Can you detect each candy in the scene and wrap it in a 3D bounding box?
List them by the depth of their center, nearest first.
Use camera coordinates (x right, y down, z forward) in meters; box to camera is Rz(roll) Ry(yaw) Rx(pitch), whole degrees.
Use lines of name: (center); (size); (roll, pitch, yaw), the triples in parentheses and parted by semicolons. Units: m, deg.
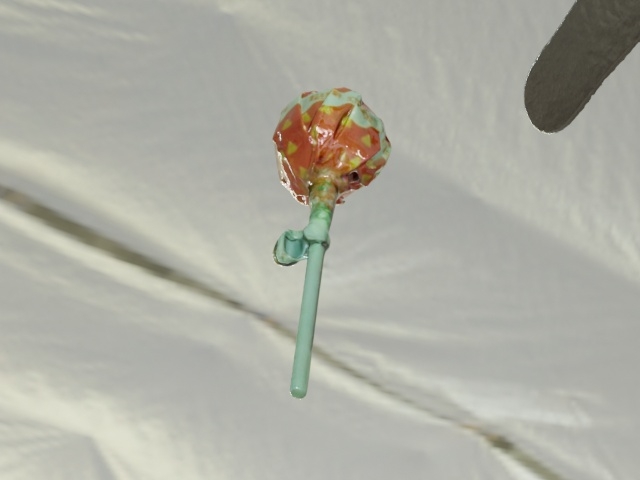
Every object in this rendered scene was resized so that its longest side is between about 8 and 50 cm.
candy: (0.000, 0.001, 1.034); (0.078, 0.287, 0.084); (-30, -57, 27)

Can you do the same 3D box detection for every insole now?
insole: (0.273, -0.223, 1.437); (0.007, 0.111, 0.328); (-3, -40, -33)
